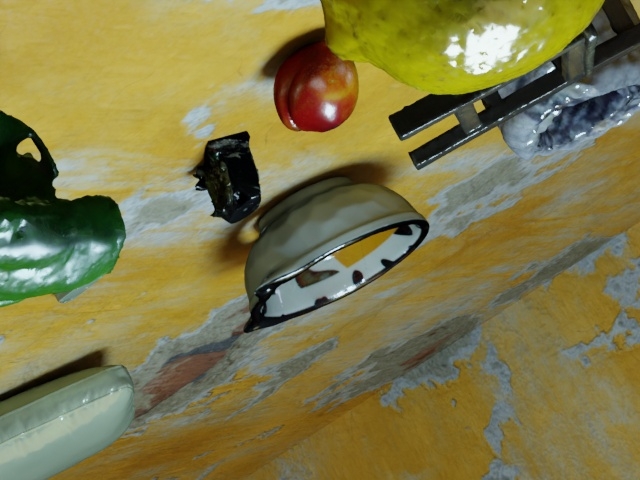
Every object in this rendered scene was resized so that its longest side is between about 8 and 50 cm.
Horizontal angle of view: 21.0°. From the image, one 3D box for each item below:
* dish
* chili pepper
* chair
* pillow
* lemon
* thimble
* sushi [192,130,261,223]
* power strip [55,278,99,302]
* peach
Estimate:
[{"bbox_3d":[0.000,0.000,2.370,0.303,0.120,0.303,-26,165,-7],"label":"dish"},{"bbox_3d":[-0.332,-0.049,1.432,0.385,0.213,0.167,6,174,-43],"label":"chili pepper"},{"bbox_3d":[0.228,-0.262,1.748,0.416,0.203,0.240,-29,168,4],"label":"chair"},{"bbox_3d":[-0.430,0.296,2.606,0.322,0.120,0.255,-24,165,-13],"label":"pillow"},{"bbox_3d":[0.130,-0.262,1.489,0.310,0.253,0.253,-32,165,7],"label":"lemon"},{"bbox_3d":[0.298,-0.211,2.120,0.217,0.157,0.245,-35,163,22],"label":"thimble"},{"bbox_3d":[-0.105,-0.068,2.033,0.056,0.083,0.085,-19,161,-33],"label":"sushi"},{"bbox_3d":[-0.307,0.055,2.217,0.083,0.017,0.027,-36,164,31],"label":"power strip"},{"bbox_3d":[-0.004,-0.168,1.871,0.101,0.101,0.101,-26,165,-7],"label":"peach"}]
